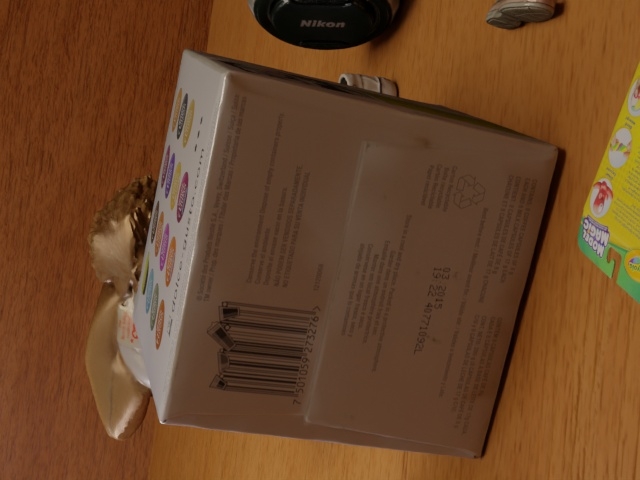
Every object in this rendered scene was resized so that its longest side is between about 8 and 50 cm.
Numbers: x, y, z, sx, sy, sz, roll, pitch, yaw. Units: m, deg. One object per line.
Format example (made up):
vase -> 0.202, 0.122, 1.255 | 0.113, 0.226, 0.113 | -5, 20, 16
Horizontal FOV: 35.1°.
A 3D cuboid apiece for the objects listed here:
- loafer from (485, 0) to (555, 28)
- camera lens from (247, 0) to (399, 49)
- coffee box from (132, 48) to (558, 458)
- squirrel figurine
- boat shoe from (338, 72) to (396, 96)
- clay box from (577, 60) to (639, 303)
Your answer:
loafer -> 0.210, -0.252, 1.065 | 0.125, 0.045, 0.039 | -165, 91, -75
camera lens -> 0.009, -0.436, 1.485 | 0.219, 0.219, 0.274 | 139, 137, -64
coffee box -> 0.000, 0.000, 1.101 | 0.334, 0.338, 0.338 | -135, 56, -70
squirrel figurine -> -0.155, 0.071, 1.503 | 0.281, 0.370, 0.397 | -31, 79, 32
boat shoe -> 0.046, -0.105, 1.420 | 0.096, 0.088, 0.268 | 179, 100, -72
clay box -> 0.273, -0.068, 0.760 | 0.127, 0.053, 0.222 | -118, 39, -62
